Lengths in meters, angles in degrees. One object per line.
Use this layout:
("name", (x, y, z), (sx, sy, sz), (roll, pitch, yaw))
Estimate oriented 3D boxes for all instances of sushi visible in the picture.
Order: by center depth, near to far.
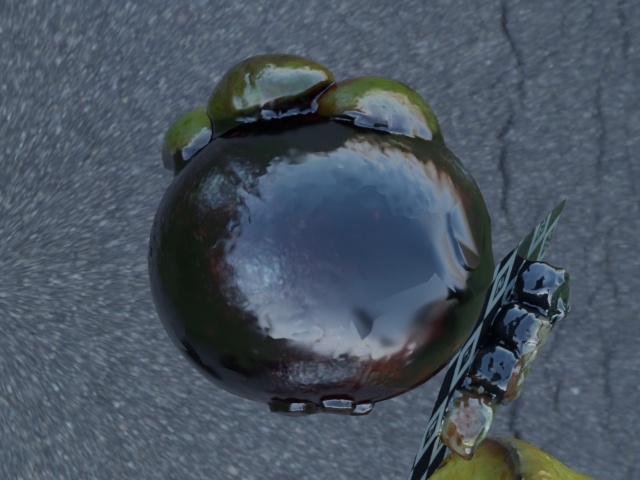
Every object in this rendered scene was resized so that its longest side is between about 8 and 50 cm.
("sushi", (0.221, 0.142, 1.286), (0.069, 0.339, 0.320), (25, 116, 19))

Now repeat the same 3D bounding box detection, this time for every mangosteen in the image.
("mangosteen", (0.000, 0.000, 0.634), (0.210, 0.210, 0.210), (1, 87, -18))

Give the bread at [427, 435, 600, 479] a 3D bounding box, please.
("bread", (0.238, 0.442, 1.472), (0.215, 0.398, 0.398), (35, 78, -14))
